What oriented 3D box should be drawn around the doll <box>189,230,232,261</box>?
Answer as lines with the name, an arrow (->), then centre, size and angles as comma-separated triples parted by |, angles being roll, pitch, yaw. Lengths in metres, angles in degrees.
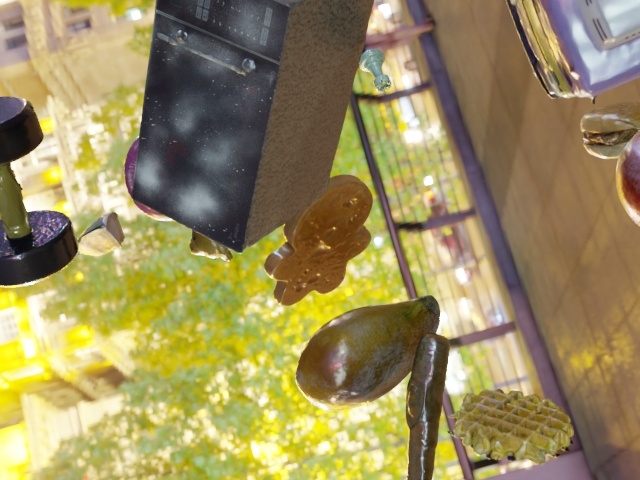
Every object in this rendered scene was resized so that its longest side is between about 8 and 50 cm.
doll -> -0.282, 0.009, 2.290 | 0.137, 0.097, 0.209 | 48, 164, 3

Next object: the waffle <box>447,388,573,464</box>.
waffle -> 0.456, 0.435, 2.234 | 0.329, 0.329, 0.062 | -105, 13, -71

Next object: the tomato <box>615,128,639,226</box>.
tomato -> 0.664, -0.107, 1.623 | 0.227, 0.270, 0.270 | 55, -168, -37

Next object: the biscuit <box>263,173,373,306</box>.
biscuit -> -0.001, -0.002, 2.041 | 0.052, 0.275, 0.355 | 49, 144, 33

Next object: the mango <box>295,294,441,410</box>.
mango -> 0.093, 0.198, 1.701 | 0.146, 0.316, 0.193 | 38, 144, 37

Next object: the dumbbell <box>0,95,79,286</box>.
dumbbell -> -0.599, -0.091, 1.769 | 0.204, 0.203, 0.322 | -105, 5, -61

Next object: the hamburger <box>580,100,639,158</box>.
hamburger -> 0.716, -0.263, 2.182 | 0.214, 0.213, 0.108 | -105, 4, -76

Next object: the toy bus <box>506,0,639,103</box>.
toy bus -> 0.454, -0.336, 1.117 | 0.249, 0.440, 0.209 | -58, -54, -75

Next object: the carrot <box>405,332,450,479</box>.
carrot -> 0.181, 0.334, 1.650 | 0.070, 0.070, 0.342 | -101, 17, -88

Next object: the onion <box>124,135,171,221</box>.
onion -> -0.354, -0.153, 2.094 | 0.200, 0.200, 0.207 | -105, 3, -59

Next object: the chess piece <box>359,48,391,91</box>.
chess piece -> 0.141, -0.419, 2.305 | 0.067, 0.067, 0.103 | 74, 175, -59

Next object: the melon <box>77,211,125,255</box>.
melon -> -0.580, -0.018, 2.496 | 0.093, 0.202, 0.139 | 44, -130, -19

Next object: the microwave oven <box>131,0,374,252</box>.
microwave oven -> -0.108, -0.259, 1.574 | 0.374, 0.236, 0.432 | -40, -30, -53
